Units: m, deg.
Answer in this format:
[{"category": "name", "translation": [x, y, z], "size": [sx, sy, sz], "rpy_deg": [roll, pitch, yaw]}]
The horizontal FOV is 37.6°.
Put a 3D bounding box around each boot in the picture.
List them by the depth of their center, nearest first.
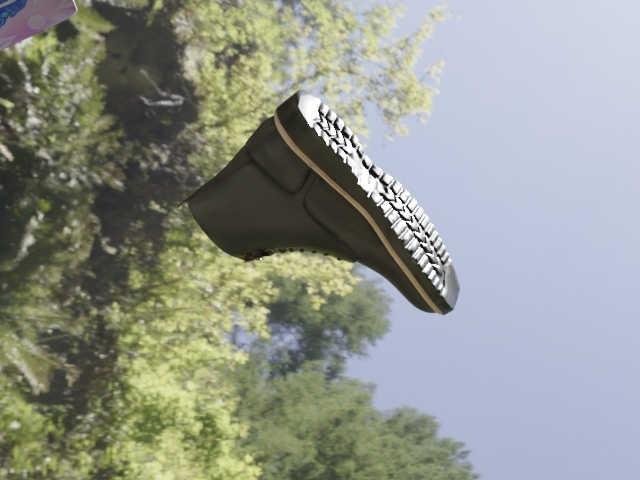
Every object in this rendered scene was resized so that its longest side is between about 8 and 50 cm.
[{"category": "boot", "translation": [0.000, 0.000, 0.722], "size": [0.137, 0.077, 0.198], "rpy_deg": [-36, -83, 25]}]

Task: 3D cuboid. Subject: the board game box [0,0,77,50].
[{"category": "board game box", "translation": [-0.340, -0.173, 0.513], "size": [0.318, 0.066, 0.318], "rpy_deg": [-28, -119, -9]}]
